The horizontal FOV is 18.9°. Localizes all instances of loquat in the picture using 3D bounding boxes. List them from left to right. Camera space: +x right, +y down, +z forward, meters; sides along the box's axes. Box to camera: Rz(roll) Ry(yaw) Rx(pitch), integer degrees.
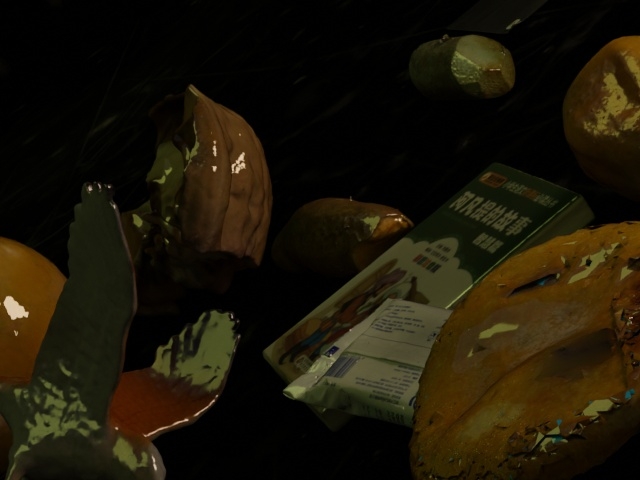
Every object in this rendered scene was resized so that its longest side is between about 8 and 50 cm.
[{"bbox_3d":[-0.350,0.119,1.887,0.263,0.263,0.263,-34,17,12],"label":"loquat"},{"bbox_3d":[0.246,-0.090,1.434,0.137,0.113,0.137,-17,39,14],"label":"loquat"}]

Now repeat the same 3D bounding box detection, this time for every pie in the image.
[{"bbox_3d":[0.159,0.078,1.224,0.273,0.069,0.273,-33,22,15],"label":"pie"}]

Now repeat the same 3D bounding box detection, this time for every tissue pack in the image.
[{"bbox_3d":[0.072,0.088,1.393,0.122,0.026,0.193,-42,30,-27],"label":"tissue pack"}]

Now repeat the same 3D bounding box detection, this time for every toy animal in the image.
[{"bbox_3d":[-0.253,0.126,1.642,0.284,0.225,0.302,-6,58,23],"label":"toy animal"}]

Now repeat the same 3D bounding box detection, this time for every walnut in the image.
[{"bbox_3d":[-0.121,-0.037,1.930,0.238,0.141,0.204,-42,40,51],"label":"walnut"}]

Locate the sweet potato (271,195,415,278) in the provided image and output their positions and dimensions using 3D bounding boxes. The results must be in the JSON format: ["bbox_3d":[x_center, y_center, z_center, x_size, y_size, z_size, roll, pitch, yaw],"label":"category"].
[{"bbox_3d":[0.000,0.000,1.752,0.077,0.077,0.243,-45,19,-23],"label":"sweet potato"}]

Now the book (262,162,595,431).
[{"bbox_3d":[0.081,0.039,1.562,0.264,0.027,0.202,-39,16,-5],"label":"book"}]

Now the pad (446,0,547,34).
[{"bbox_3d":[0.215,-0.269,2.154,0.116,0.004,0.193,-39,16,-8],"label":"pad"}]

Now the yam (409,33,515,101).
[{"bbox_3d":[0.142,-0.175,1.936,0.069,0.070,0.146,-42,16,-16],"label":"yam"}]
